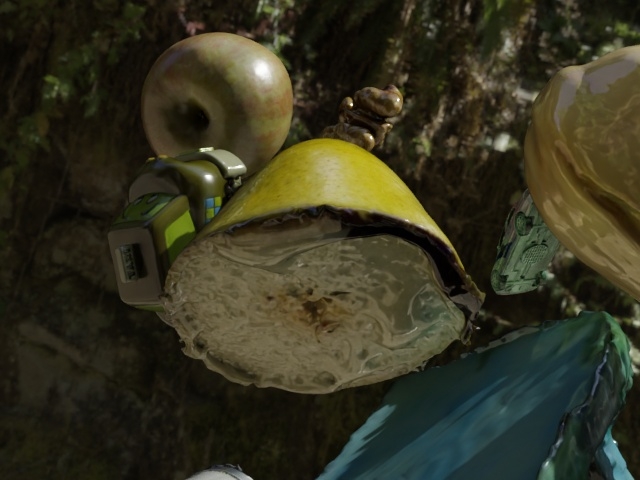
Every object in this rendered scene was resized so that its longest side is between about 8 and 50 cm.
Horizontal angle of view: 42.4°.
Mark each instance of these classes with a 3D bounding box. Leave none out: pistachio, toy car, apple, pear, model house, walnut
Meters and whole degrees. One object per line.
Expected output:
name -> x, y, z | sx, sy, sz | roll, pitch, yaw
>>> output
pistachio -> 0.340, -0.047, 0.788 | 0.321, 0.229, 0.238 | 42, 42, 3
toy car -> 0.340, -0.001, 1.352 | 0.090, 0.224, 0.076 | -6, 47, -17
apple -> -0.172, -0.232, 1.425 | 0.256, 0.257, 0.234 | 16, 26, 10
pear -> -0.002, 0.001, 0.692 | 0.267, 0.178, 0.267 | 1, -35, 1
model house -> 0.120, 0.219, 0.504 | 0.226, 0.241, 0.261 | -27, 8, 44
walnut -> 0.051, -0.154, 1.100 | 0.069, 0.143, 0.170 | 35, -7, -7
toy car -> -0.193, 0.005, 1.118 | 0.204, 0.248, 0.198 | -5, 7, 39

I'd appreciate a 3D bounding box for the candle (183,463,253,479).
candle -> -0.204, 0.469, 1.299 | 0.187, 0.187, 0.330 | 15, -1, 16
